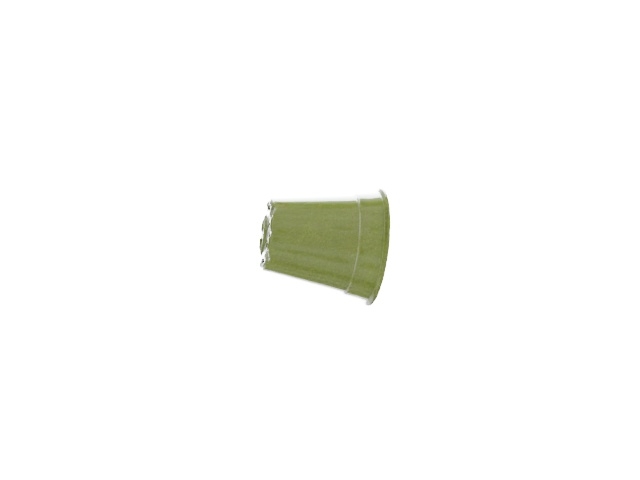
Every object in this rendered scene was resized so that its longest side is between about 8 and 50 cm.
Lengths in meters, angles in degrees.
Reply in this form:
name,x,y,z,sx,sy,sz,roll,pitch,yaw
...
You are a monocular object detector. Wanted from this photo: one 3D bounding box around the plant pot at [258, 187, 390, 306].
name,x,y,z,sx,sy,sz,roll,pitch,yaw
plant pot,0.000,0.000,0.776,0.079,0.083,0.083,7,-97,-11
